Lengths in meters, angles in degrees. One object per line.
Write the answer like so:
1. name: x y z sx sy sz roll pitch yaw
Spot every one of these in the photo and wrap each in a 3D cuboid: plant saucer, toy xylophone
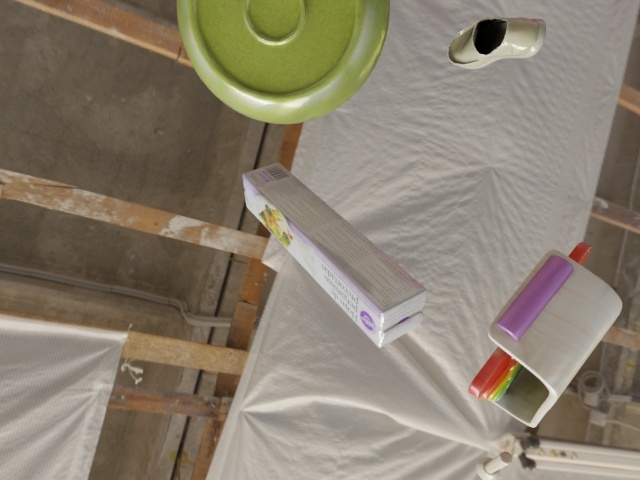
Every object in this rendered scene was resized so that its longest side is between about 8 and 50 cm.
1. plant saucer: -0.046 -0.248 0.506 0.241 0.037 0.240 2 -71 7
2. toy xylophone: 0.241 0.155 0.547 0.236 0.081 0.322 -43 -33 -18

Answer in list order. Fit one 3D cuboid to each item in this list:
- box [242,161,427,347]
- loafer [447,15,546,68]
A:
1. box: 0.000 0.000 0.605 0.067 0.324 0.063 -25 -44 -25
2. loafer: 0.362 -0.442 1.024 0.092 0.269 0.101 6 -81 -24
